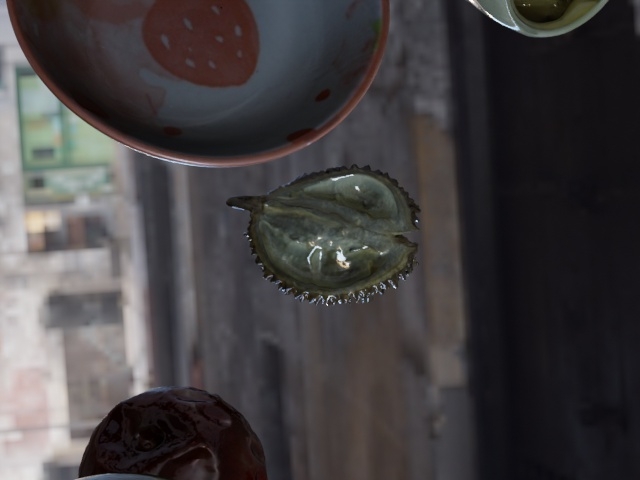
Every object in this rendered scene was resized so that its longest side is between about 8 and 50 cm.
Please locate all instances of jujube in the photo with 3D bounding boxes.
[{"bbox_3d":[-0.114,0.228,1.558,0.155,0.230,0.155,-3,-136,3],"label":"jujube"}]

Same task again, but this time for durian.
[{"bbox_3d":[0.000,0.000,1.757,0.188,0.148,0.091,20,157,5],"label":"durian"}]

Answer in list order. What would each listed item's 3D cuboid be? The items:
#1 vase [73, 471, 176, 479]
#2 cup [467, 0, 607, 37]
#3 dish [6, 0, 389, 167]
[{"bbox_3d":[-0.085,0.332,1.261,0.241,0.329,0.302,-29,-147,-34],"label":"vase"},{"bbox_3d":[0.219,-0.339,1.911,0.255,0.173,0.202,-37,-135,-12],"label":"cup"},{"bbox_3d":[-0.088,-0.154,1.303,0.260,0.260,0.085,-4,159,-14],"label":"dish"}]
